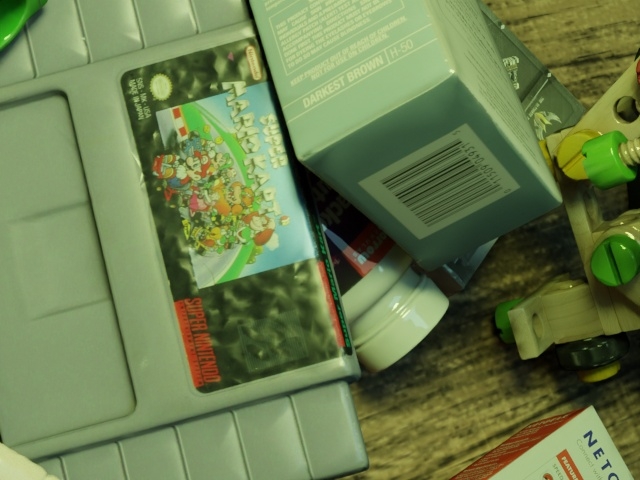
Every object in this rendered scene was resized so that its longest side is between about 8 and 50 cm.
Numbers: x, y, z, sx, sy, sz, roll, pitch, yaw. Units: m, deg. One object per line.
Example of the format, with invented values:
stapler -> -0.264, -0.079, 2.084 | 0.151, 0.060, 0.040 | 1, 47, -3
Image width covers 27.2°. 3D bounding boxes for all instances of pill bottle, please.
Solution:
pill bottle -> 0.000, 0.000, 0.954 | 0.193, 0.108, 0.108 | 47, 56, -7

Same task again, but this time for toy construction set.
toy construction set -> 0.235, -0.034, 1.038 | 0.257, 0.237, 0.309 | 52, 37, -23

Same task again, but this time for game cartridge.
game cartridge -> -0.114, 0.001, 0.853 | 0.230, 0.068, 0.355 | -16, 78, 5

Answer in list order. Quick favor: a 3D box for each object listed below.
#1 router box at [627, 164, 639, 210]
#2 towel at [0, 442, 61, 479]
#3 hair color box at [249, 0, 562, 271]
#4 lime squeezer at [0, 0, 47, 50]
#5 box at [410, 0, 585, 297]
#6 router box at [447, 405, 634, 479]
router box -> 0.400, 0.054, 1.181 | 0.243, 0.081, 0.309 | 9, 68, -27
towel -> -0.198, 0.296, 0.732 | 0.317, 0.053, 0.332 | 35, 71, -16
hair color box -> 0.029, -0.185, 0.923 | 0.185, 0.113, 0.374 | 39, 29, -52
lime squeezer -> -0.224, -0.169, 0.832 | 0.110, 0.059, 0.310 | 15, 56, -24
box -> 0.093, -0.091, 1.072 | 0.183, 0.056, 0.231 | 44, 57, -10
router box -> 0.157, 0.336, 0.938 | 0.301, 0.082, 0.335 | -26, 86, -34
